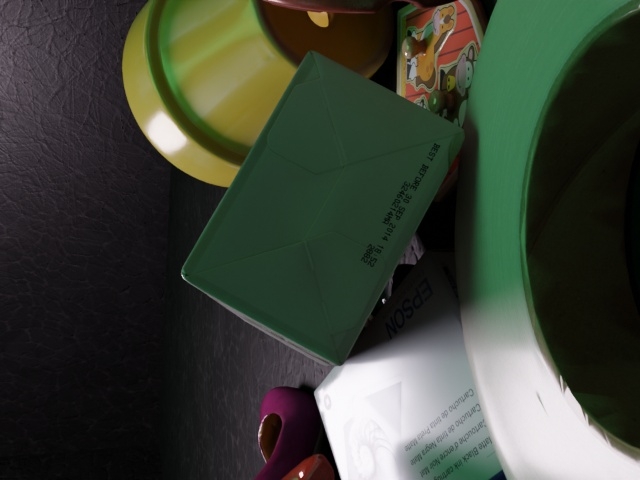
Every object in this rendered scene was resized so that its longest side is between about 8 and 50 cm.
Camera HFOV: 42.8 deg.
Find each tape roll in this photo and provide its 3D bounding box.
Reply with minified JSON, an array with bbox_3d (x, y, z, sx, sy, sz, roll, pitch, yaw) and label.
[{"bbox_3d":[0.173,-0.002,0.369,0.392,0.072,0.392,180,90,-73],"label":"tape roll"}]

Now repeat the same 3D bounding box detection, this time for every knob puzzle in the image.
[{"bbox_3d":[0.096,-0.129,0.697,0.213,0.030,0.213,180,90,-73],"label":"knob puzzle"}]

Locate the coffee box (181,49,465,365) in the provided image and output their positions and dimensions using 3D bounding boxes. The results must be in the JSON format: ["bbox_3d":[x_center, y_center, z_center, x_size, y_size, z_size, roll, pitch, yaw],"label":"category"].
[{"bbox_3d":[0.000,0.000,0.639,0.168,0.118,0.297,-61,-4,-9],"label":"coffee box"}]

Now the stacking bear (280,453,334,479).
[{"bbox_3d":[0.036,0.326,0.572,0.289,0.164,0.175,46,-174,-1],"label":"stacking bear"}]

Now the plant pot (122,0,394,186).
[{"bbox_3d":[-0.055,-0.205,0.875,0.239,0.254,0.254,-19,72,58],"label":"plant pot"}]

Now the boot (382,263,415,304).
[{"bbox_3d":[0.082,0.089,0.732,0.121,0.045,0.099,-109,25,-59],"label":"boot"}]

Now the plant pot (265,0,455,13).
[{"bbox_3d":[0.027,-0.314,0.560,0.272,0.272,0.265,-115,21,-55],"label":"plant pot"}]

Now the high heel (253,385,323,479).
[{"bbox_3d":[-0.077,0.286,1.036,0.377,0.181,0.127,-144,55,-70],"label":"high heel"}]

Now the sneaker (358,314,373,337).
[{"bbox_3d":[0.033,0.066,0.890,0.070,0.051,0.134,171,97,-70],"label":"sneaker"}]

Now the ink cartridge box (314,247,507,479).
[{"bbox_3d":[0.084,0.159,0.610,0.223,0.045,0.224,-58,44,44],"label":"ink cartridge box"}]
